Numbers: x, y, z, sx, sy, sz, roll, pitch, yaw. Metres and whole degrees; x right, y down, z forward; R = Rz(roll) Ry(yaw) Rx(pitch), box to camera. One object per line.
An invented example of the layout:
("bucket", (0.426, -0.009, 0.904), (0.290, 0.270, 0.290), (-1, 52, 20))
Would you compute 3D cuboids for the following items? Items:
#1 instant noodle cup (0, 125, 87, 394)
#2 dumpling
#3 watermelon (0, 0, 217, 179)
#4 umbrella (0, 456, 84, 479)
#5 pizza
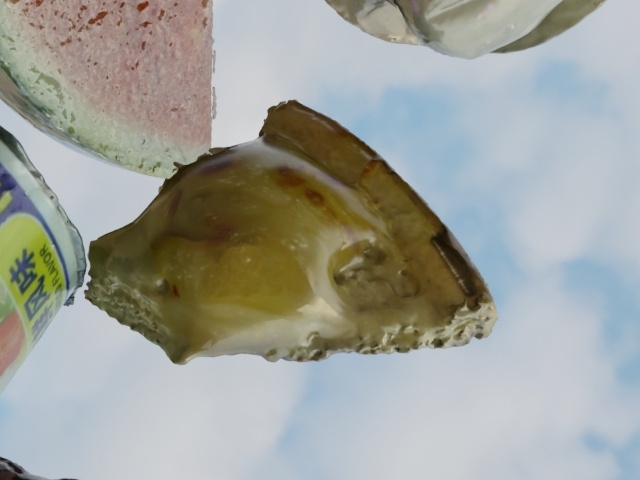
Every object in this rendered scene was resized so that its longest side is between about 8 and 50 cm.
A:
("instant noodle cup", (-0.290, 0.066, 0.889), (0.284, 0.284, 0.312), (6, -133, 46))
("dumpling", (0.092, -0.160, 1.020), (0.199, 0.136, 0.118), (-10, -136, 9))
("watermelon", (-0.183, -0.178, 1.406), (0.193, 0.310, 0.231), (-22, -133, 49))
("umbrella", (-0.180, 0.196, 1.180), (0.326, 0.090, 0.094), (13, -84, 21))
("pizza", (-0.010, 0.001, 0.961), (0.188, 0.080, 0.204), (-32, -129, -33))
